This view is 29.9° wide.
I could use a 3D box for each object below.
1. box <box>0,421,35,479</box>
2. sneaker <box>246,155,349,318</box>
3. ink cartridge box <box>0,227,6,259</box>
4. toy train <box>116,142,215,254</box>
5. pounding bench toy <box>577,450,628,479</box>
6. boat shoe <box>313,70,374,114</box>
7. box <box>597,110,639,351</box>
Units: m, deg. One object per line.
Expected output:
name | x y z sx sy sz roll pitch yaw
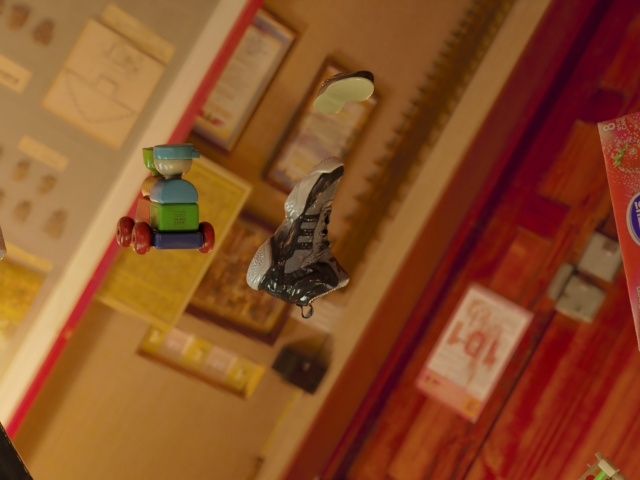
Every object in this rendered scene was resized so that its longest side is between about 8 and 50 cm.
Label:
box | -0.453 0.358 1.565 0.312 0.179 0.343 60 162 2
sneaker | 0.000 0.000 2.011 0.153 0.268 0.101 35 -166 13
ink cartridge box | -0.610 -0.094 1.776 0.207 0.119 0.353 19 -147 -42
toy train | -0.222 -0.063 1.624 0.105 0.143 0.248 -1 -173 -22
pounding bench toy | 0.296 0.269 1.294 0.052 0.065 0.083 46 178 34
boat shoe | 0.033 -0.203 1.575 0.049 0.042 0.133 27 162 -19
box | 0.352 0.002 1.129 0.128 0.256 0.122 -15 146 21
